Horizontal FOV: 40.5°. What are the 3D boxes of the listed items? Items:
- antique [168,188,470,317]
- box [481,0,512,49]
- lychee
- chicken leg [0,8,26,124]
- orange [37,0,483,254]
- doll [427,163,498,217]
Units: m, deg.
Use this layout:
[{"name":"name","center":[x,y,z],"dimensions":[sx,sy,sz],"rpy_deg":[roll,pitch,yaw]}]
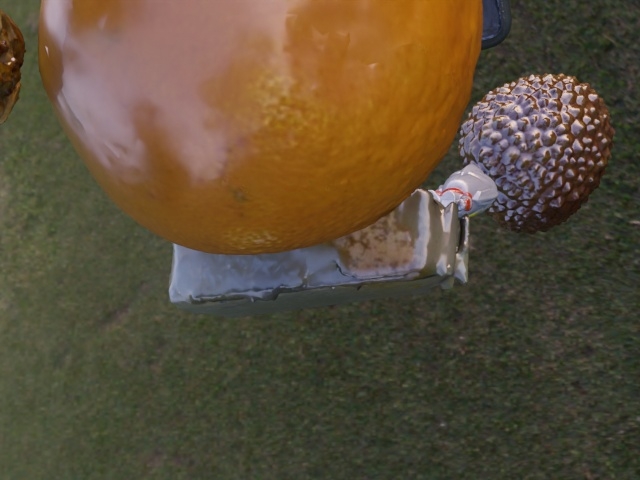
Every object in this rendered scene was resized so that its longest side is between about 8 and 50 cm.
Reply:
[{"name":"antique","center":[0.000,0.000,0.842],"dimensions":[0.284,0.125,0.150],"rpy_deg":[0,81,20]},{"name":"box","center":[0.091,-0.252,0.892],"dimensions":[0.200,0.090,0.145],"rpy_deg":[-11,114,6]},{"name":"lychee","center":[0.361,-0.149,1.442],"dimensions":[0.267,0.267,0.268],"rpy_deg":[-11,74,43]},{"name":"chicken leg","center":[-0.317,-0.095,0.579],"dimensions":[0.107,0.251,0.087],"rpy_deg":[42,147,45]},{"name":"orange","center":[-0.038,-0.138,0.599],"dimensions":[0.312,0.312,0.312],"rpy_deg":[-11,74,43]},{"name":"doll","center":[0.201,-0.066,1.244],"dimensions":[0.094,0.180,0.079],"rpy_deg":[5,104,31]}]
